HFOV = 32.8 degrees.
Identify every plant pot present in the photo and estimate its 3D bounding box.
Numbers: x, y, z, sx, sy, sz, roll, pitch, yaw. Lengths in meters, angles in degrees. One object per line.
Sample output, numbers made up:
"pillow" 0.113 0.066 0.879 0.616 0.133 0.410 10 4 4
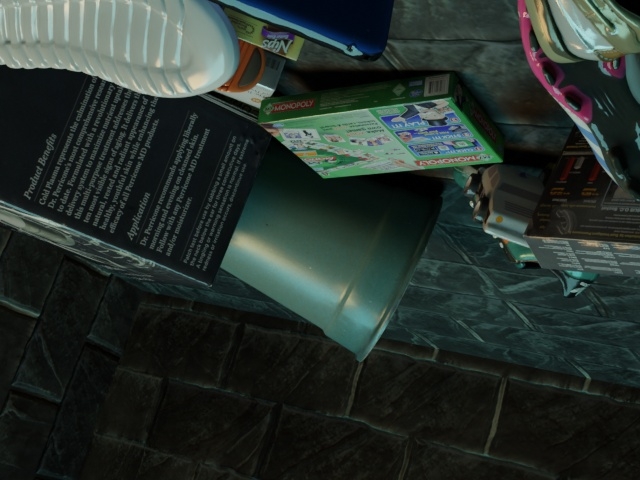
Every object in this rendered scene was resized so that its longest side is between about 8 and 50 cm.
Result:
"plant pot" 0.000 0.000 2.003 0.334 0.341 0.341 26 165 -1

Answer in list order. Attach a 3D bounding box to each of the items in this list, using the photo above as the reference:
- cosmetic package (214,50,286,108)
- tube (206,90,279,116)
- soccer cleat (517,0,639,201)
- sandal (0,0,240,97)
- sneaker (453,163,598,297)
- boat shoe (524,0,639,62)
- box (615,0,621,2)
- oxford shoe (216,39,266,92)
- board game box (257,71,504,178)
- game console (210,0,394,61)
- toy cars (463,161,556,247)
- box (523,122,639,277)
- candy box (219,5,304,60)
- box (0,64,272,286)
"cosmetic package" -0.181 -0.278 1.651 0.239 0.060 0.099 20 166 -10
"tube" -0.114 -0.225 1.787 0.240 0.062 0.070 26 123 -13
"soccer cleat" 0.311 -0.190 1.226 0.116 0.143 0.331 -25 115 19
"sandal" -0.270 -0.286 1.355 0.416 0.102 0.169 13 128 25
"sneaker" 0.308 -0.023 1.699 0.108 0.121 0.302 -3 -146 -45
"boat shoe" 0.207 -0.289 0.909 0.103 0.113 0.302 7 137 50
"box" 0.390 -0.249 0.957 0.182 0.119 0.181 23 165 -17
"oxford shoe" -0.244 -0.317 1.513 0.364 0.130 0.133 28 -179 -13
"board game box" 0.094 -0.167 1.655 0.317 0.046 0.213 -4 158 29
"game console" -0.074 -0.292 1.274 0.293 0.250 0.173 20 139 -10
"toy cars" 0.328 -0.074 1.555 0.176 0.087 0.394 36 -154 31
"box" 0.434 -0.068 1.326 0.307 0.242 0.076 4 145 40
"candy box" -0.089 -0.282 1.387 0.109 0.053 0.186 18 -169 -19
"box" -0.404 -0.137 1.840 0.472 0.297 0.480 25 170 -19
